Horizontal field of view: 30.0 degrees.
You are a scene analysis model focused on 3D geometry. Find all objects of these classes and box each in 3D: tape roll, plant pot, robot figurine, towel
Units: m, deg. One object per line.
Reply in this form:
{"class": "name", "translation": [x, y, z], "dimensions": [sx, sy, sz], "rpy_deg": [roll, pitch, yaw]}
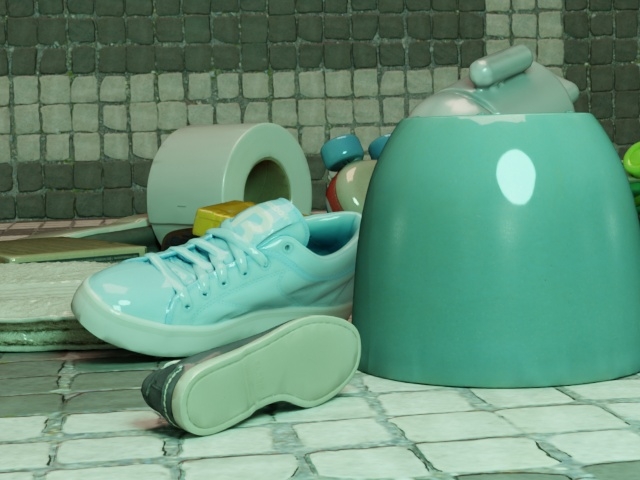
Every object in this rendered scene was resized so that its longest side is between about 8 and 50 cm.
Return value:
{"class": "tape roll", "translation": [-0.151, -0.075, 2.018], "dimensions": [0.169, 0.246, 0.246], "rpy_deg": [3, 6, 36]}
{"class": "plant pot", "translation": [0.169, -0.004, 1.140], "dimensions": [0.292, 0.235, 0.293], "rpy_deg": [-1, 5, 0]}
{"class": "robot figurine", "translation": [0.262, -0.162, 1.875], "dimensions": [0.199, 0.300, 0.353], "rpy_deg": [28, 42, 33]}
{"class": "towel", "translation": [-0.310, 0.068, 1.327], "dimensions": [0.282, 0.049, 0.187], "rpy_deg": [-1, 19, -1]}

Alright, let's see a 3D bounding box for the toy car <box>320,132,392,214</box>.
{"class": "toy car", "translation": [0.065, -0.038, 2.110], "dimensions": [0.210, 0.219, 0.238], "rpy_deg": [-6, -22, -38]}

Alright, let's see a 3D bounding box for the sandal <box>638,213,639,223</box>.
{"class": "sandal", "translation": [0.428, -0.025, 1.781], "dimensions": [0.445, 0.107, 0.167], "rpy_deg": [5, 5, 0]}

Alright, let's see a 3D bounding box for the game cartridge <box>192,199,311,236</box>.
{"class": "game cartridge", "translation": [0.000, 0.000, 1.749], "dimensions": [0.323, 0.053, 0.285], "rpy_deg": [16, 7, 6]}

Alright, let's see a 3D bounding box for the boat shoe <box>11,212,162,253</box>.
{"class": "boat shoe", "translation": [-0.372, 0.023, 1.957], "dimensions": [0.335, 0.096, 0.112], "rpy_deg": [-14, 9, -44]}

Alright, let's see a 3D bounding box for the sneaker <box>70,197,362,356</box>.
{"class": "sneaker", "translation": [-0.092, 0.018, 1.258], "dimensions": [0.365, 0.150, 0.135], "rpy_deg": [-7, 34, -46]}

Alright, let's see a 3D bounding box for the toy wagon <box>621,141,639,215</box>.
{"class": "toy wagon", "translation": [0.490, -0.051, 1.905], "dimensions": [0.267, 0.068, 0.344], "rpy_deg": [35, -26, -35]}

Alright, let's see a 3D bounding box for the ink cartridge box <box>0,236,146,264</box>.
{"class": "ink cartridge box", "translation": [-0.367, 0.047, 1.566], "dimensions": [0.193, 0.088, 0.234], "rpy_deg": [-4, 5, -38]}

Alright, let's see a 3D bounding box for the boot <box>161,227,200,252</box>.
{"class": "boot", "translation": [-0.133, 0.029, 1.846], "dimensions": [0.219, 0.082, 0.106], "rpy_deg": [12, 1, 23]}

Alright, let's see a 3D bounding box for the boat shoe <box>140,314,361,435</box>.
{"class": "boat shoe", "translation": [-0.051, 0.099, 0.946], "dimensions": [0.065, 0.075, 0.206], "rpy_deg": [7, 14, 42]}
